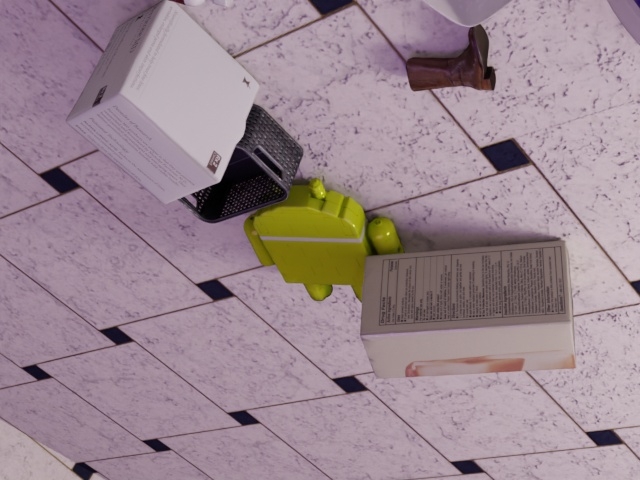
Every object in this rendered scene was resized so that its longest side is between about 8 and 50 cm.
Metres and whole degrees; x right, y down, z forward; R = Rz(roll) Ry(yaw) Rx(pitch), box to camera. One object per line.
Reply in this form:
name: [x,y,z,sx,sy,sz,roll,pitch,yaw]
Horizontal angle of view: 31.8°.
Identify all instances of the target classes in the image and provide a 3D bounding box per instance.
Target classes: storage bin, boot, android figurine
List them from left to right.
storage bin: [-0.129,-0.107,1.599,0.180,0.084,0.122,-16,133,40]
android figurine: [0.000,0.000,1.710,0.248,0.056,0.273,1,142,24]
boot: [0.149,-0.220,1.364,0.114,0.037,0.106,6,141,25]

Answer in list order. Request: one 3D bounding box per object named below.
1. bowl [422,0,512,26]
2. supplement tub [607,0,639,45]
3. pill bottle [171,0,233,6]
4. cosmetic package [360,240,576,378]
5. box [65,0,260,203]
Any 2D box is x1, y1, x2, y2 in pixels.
bowl: [0.156,-0.313,1.214,0.142,0.053,0.142,32,143,-20]
supplement tub: [0.416,-0.304,0.944,0.241,0.241,0.331,28,144,-13]
pill bottle: [-0.173,-0.325,1.319,0.152,0.086,0.086,15,145,4]
cosmetic package: [0.216,0.103,1.629,0.296,0.153,0.129,-3,141,14]
box: [-0.198,-0.178,1.447,0.119,0.181,0.182,-18,131,40]
